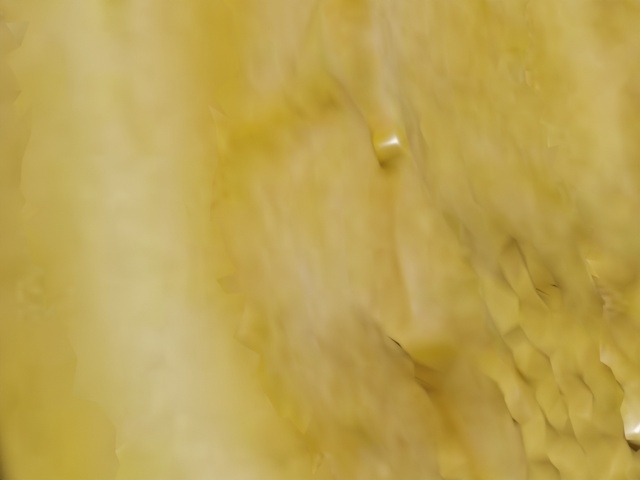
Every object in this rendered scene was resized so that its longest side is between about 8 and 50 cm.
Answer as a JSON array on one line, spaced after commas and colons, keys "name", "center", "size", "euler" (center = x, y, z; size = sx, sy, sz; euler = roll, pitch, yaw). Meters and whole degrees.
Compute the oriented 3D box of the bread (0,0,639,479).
[{"name": "bread", "center": [0.000, 0.000, 0.534], "size": [0.250, 0.361, 0.394], "euler": [-21, 74, 51]}]
